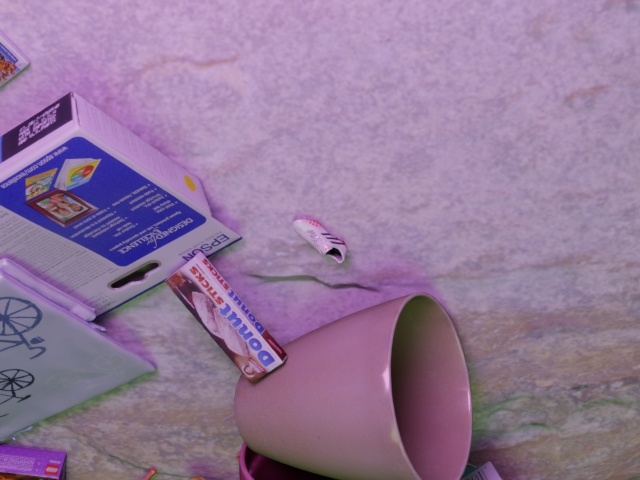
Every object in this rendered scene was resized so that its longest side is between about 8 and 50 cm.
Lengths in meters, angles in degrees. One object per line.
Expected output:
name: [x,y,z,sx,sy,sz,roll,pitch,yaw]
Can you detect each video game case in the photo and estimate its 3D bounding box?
video game case: [-0.406,-0.203,1.054,0.122,0.011,0.087,-30,120,21]

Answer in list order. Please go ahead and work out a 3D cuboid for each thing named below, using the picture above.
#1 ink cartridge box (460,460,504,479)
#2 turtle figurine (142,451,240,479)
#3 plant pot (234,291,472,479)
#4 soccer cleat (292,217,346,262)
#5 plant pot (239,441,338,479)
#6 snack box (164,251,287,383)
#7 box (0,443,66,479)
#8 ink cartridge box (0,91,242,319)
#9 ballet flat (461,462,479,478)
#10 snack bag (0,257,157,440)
ink cartridge box: [0.213,0.554,1.421,0.324,0.071,0.330,-34,107,2]
turtle figurine: [-0.156,0.443,1.487,0.269,0.087,0.217,-21,124,14]
plant pot: [0.031,0.216,1.241,0.273,0.257,0.257,-12,128,30]
soccer cleat: [0.000,0.000,1.185,0.083,0.036,0.029,33,121,-22]
plant pot: [-0.018,0.381,1.352,0.201,0.201,0.180,0,117,1]
snack box: [-0.123,0.102,1.200,0.064,0.022,0.178,-37,96,29]
box: [-0.526,0.450,1.515,0.200,0.057,0.293,8,127,-5]
ink cartridge box: [-0.306,-0.020,1.133,0.303,0.072,0.307,-27,147,19]
ballet flat: [0.143,0.393,1.454,0.240,0.091,0.077,3,150,3]
snack bag: [-0.436,0.164,1.265,0.323,0.037,0.342,-25,142,17]
